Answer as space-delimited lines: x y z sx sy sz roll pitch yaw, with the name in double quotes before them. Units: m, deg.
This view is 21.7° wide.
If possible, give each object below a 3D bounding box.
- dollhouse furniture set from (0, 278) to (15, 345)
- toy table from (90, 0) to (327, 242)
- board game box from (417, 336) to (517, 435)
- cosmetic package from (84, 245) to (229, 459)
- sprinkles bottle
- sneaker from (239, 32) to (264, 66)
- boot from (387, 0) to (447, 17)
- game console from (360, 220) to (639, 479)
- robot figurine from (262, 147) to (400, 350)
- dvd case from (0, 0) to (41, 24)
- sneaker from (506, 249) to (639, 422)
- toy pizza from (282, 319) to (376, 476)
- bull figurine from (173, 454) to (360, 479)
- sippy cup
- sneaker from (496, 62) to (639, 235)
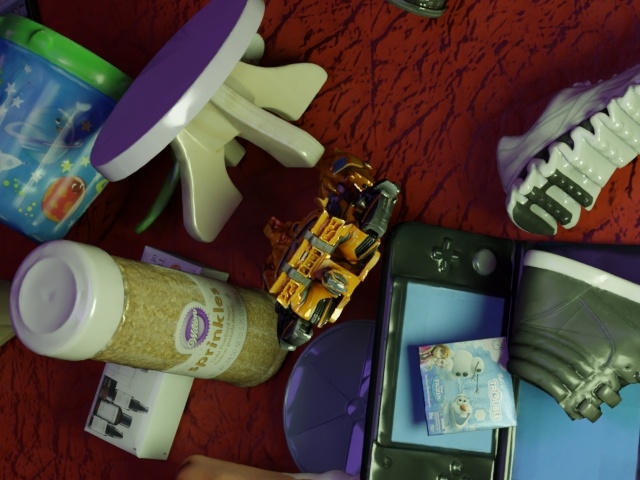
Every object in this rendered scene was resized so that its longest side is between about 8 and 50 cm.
"dollhouse furniture set" -0.580 -0.029 2.165 0.362 0.256 0.394 -35 66 26
"toy table" -0.118 -0.139 1.904 0.274 0.161 0.252 -50 25 -7
"board game box" 0.146 0.145 1.668 0.090 0.020 0.090 -7 83 -2
"cosmetic package" -0.199 0.135 2.013 0.099 0.060 0.239 19 92 34
"sprinkles bottle" -0.177 0.085 1.829 0.121 0.355 0.121 -7 77 33
"sneaker" -0.135 -0.204 2.039 0.158 0.061 0.065 -47 53 16
"boot" 0.112 -0.405 1.849 0.229 0.091 0.263 -49 59 39
"game console" 0.198 0.135 1.693 0.173 0.250 0.293 -7 75 60
"robot figurine" 0.000 0.000 1.795 0.085 0.291 0.211 32 102 -10
"dvd case" -0.471 -0.344 2.308 0.180 0.022 0.253 -24 69 27
"sneaker" 0.316 0.123 1.621 0.296 0.104 0.146 20 86 17
"toy pizza" 0.047 0.188 1.858 0.201 0.032 0.201 -7 77 31
"bull figurine" -0.037 0.324 1.827 0.310 0.101 0.188 8 102 39
"sippy cup" -0.339 -0.122 2.026 0.305 0.240 0.224 28 84 25
"sneaker" 0.300 -0.132 1.714 0.292 0.110 0.118 -35 42 17
